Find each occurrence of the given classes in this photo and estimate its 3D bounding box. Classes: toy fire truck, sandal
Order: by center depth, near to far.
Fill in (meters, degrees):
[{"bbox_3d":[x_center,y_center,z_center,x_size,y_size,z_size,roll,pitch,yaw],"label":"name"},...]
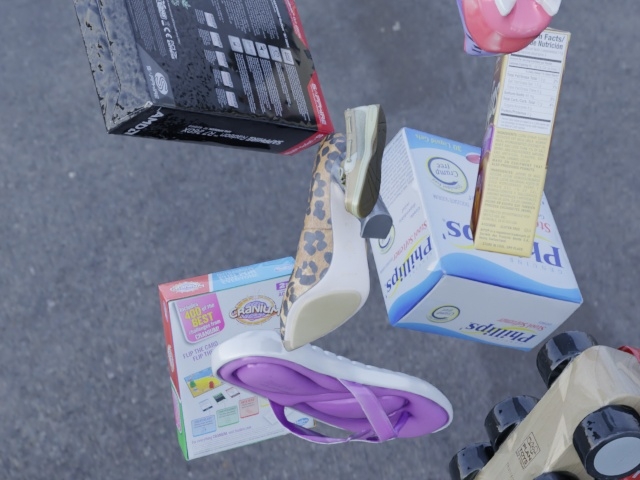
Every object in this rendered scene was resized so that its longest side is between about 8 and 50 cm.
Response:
[{"bbox_3d":[0.270,0.221,0.959,0.246,0.217,0.158,18,30,-25],"label":"toy fire truck"},{"bbox_3d":[0.015,0.236,1.569,0.169,0.416,0.102,-31,48,40],"label":"sandal"}]

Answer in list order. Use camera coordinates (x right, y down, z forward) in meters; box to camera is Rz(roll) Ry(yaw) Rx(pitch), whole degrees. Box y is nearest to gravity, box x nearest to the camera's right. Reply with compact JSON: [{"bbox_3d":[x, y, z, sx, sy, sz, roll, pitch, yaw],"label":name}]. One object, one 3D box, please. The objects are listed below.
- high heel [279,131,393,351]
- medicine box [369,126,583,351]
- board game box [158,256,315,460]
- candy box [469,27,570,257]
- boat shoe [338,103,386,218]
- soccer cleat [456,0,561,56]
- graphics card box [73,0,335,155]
[{"bbox_3d":[0.000,0.000,1.411,0.093,0.261,0.186,11,38,-29],"label":"high heel"},{"bbox_3d":[0.225,0.001,1.732,0.263,0.149,0.289,12,46,-28],"label":"medicine box"},{"bbox_3d":[-0.139,0.203,1.936,0.242,0.316,0.064,-11,26,-18],"label":"board game box"},{"bbox_3d":[0.166,-0.088,0.957,0.053,0.187,0.109,10,11,3],"label":"candy box"},{"bbox_3d":[0.041,-0.089,1.261,0.048,0.056,0.153,-1,57,17],"label":"boat shoe"},{"bbox_3d":[0.125,-0.257,0.820,0.083,0.248,0.095,-1,-7,-19],"label":"soccer cleat"},{"bbox_3d":[-0.149,-0.244,1.499,0.094,0.233,0.371,-24,-14,33],"label":"graphics card box"}]
